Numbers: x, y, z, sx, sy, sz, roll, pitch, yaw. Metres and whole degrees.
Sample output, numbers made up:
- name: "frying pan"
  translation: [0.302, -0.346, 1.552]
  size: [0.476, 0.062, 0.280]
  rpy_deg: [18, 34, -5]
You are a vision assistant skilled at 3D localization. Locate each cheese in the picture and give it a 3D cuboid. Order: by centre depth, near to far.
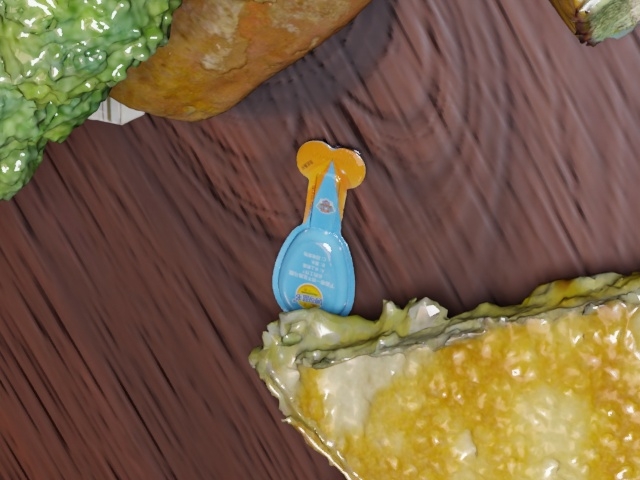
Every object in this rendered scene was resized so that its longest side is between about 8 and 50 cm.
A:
- name: "cheese"
  translation: [0.000, 0.000, 0.858]
  size: [0.047, 0.017, 0.111]
  rpy_deg: [16, 117, 14]

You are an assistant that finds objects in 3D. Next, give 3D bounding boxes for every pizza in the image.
- name: "pizza"
  translation: [0.101, 0.086, 0.822]
  size: [0.287, 0.075, 0.280]
  rpy_deg: [22, 115, 16]

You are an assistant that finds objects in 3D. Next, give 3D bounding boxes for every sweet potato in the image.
- name: "sweet potato"
  translation: [-0.008, -0.142, 0.764]
  size: [0.251, 0.097, 0.097]
  rpy_deg: [-31, 97, 25]

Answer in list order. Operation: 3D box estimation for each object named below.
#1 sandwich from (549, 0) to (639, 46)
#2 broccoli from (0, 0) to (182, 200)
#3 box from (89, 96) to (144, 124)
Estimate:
- name: "sandwich"
  translation: [0.096, -0.170, 0.694]
  size: [0.079, 0.113, 0.163]
  rpy_deg: [-36, 81, 7]
- name: "broccoli"
  translation: [-0.171, -0.147, 0.715]
  size: [0.302, 0.186, 0.254]
  rpy_deg: [-55, 48, 29]
- name: "box"
  translation: [-0.186, -0.130, 0.878]
  size: [0.198, 0.029, 0.109]
  rpy_deg: [11, 116, 21]
